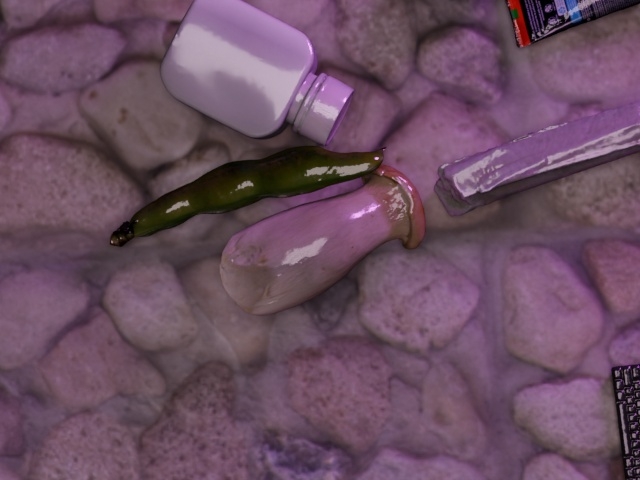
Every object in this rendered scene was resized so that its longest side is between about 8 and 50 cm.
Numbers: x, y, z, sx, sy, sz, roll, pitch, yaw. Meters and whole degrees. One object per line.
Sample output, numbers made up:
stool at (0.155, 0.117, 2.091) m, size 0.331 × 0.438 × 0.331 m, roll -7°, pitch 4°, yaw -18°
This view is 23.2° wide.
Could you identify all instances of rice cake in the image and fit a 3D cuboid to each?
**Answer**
rice cake at (0.243, -0.087, 1.549) m, size 0.270 × 0.049 × 0.055 m, roll -20°, pitch 66°, yaw 3°

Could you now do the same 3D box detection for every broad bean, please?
broad bean at (-0.076, -0.055, 1.562) m, size 0.298 × 0.043 × 0.060 m, roll -15°, pitch 45°, yaw 14°

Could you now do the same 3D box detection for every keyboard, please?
keyboard at (0.333, 0.224, 1.555) m, size 0.061 × 0.013 × 0.204 m, roll -7°, pitch 89°, yaw 4°

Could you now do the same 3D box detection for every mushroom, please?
mushroom at (0.000, 0.001, 1.546) m, size 0.212 × 0.097 × 0.088 m, roll -31°, pitch 130°, yaw -2°

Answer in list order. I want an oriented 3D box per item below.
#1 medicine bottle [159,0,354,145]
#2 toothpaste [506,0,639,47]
medicine bottle at (-0.061, -0.164, 1.560) m, size 0.183 × 0.069 × 0.119 m, roll 27°, pitch 91°, yaw 5°
toothpaste at (0.280, -0.254, 1.555) m, size 0.194 × 0.045 × 0.071 m, roll -17°, pitch 80°, yaw 9°
